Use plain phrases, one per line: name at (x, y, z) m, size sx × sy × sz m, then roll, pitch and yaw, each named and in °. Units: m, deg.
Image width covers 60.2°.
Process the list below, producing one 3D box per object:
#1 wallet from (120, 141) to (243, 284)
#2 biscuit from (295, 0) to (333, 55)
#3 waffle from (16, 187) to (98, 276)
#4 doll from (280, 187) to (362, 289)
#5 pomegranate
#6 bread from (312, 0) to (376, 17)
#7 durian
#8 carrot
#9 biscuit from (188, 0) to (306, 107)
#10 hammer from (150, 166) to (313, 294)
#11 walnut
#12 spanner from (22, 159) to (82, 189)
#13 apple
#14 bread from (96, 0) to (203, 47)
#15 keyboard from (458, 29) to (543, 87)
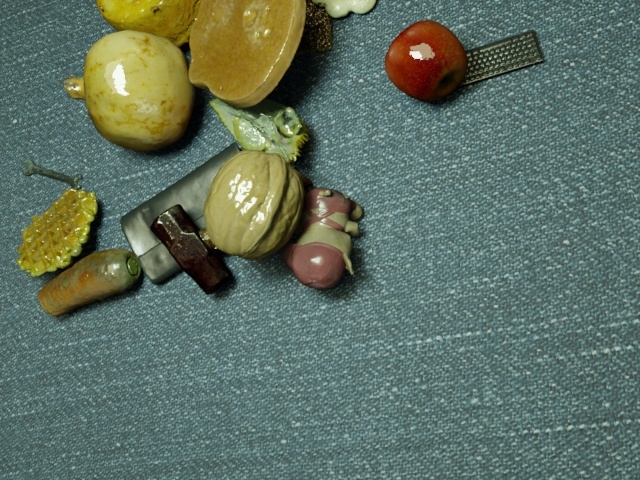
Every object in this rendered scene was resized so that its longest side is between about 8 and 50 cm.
wallet at (-0.343, -0.072, 1.518) m, size 0.406 × 0.062 × 0.228 m, roll -32°, pitch 78°, yaw 9°
biscuit at (-0.027, -0.640, 1.576) m, size 0.131 × 0.025 × 0.230 m, roll -5°, pitch 76°, yaw 17°
waffle at (-0.777, -0.031, 1.629) m, size 0.301 × 0.058 × 0.281 m, roll -22°, pitch 53°, yaw 19°
doll at (0.003, 0.001, 1.353) m, size 0.196 × 0.152 × 0.255 m, roll -21°, pitch 51°, yaw 45°
pomegranate at (-0.520, -0.406, 1.523) m, size 0.343 × 0.342 × 0.342 m, roll -4°, pitch 76°, yaw 17°
bread at (0.101, -0.725, 1.535) m, size 0.251 × 0.039 × 0.182 m, roll -46°, pitch 73°, yaw -3°
durian at (-0.137, -0.296, 1.456) m, size 0.172 × 0.166 × 0.306 m, roll -46°, pitch 62°, yaw 1°
carrot at (-0.648, 0.114, 1.548) m, size 0.302 × 0.139 × 0.138 m, roll -24°, pitch 71°, yaw 11°
biscuit at (-0.191, -0.538, 1.418) m, size 0.365 × 0.062 × 0.384 m, roll 24°, pitch 96°, yaw 34°
hammer at (-0.207, -0.059, 1.419) m, size 0.409 × 0.095 × 0.242 m, roll -34°, pitch 96°, yaw 6°
walnut at (-0.152, -0.083, 1.280) m, size 0.225 × 0.225 × 0.260 m, roll 27°, pitch 93°, yaw 21°
spanner at (-0.850, -0.208, 1.749) m, size 0.255 × 0.015 × 0.054 m, roll 17°, pitch 81°, yaw 20°
apple at (0.254, -0.430, 1.337) m, size 0.181 × 0.181 × 0.168 m, roll -35°, pitch 68°, yaw 8°
bread at (-0.486, -0.750, 1.652) m, size 0.399 × 0.215 × 0.397 m, roll -5°, pitch 76°, yaw 22°
keyboard at (0.393, -0.441, 1.398) m, size 0.310 × 0.018 × 0.100 m, roll -14°, pitch 73°, yaw 15°
